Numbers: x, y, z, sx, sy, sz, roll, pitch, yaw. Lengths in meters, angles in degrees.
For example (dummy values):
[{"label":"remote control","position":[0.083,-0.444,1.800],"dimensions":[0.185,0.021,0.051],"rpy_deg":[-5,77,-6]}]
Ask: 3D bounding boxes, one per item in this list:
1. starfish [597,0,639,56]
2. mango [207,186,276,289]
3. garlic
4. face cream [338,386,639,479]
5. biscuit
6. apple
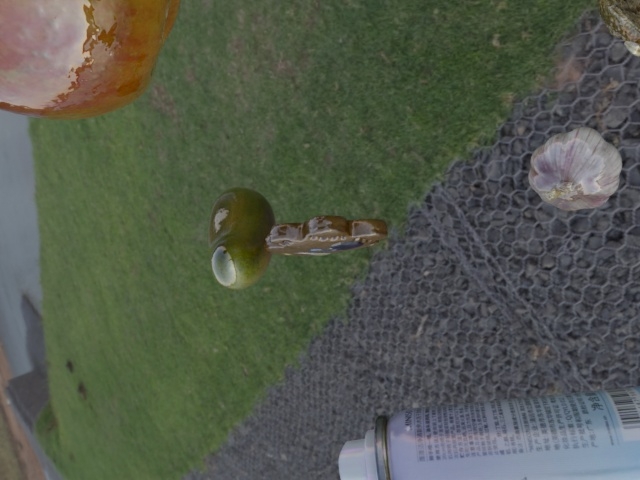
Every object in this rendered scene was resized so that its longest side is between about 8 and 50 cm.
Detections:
[{"label":"starfish","position":[0.538,-0.423,1.024],"dimensions":[0.327,0.375,0.094],"rpy_deg":[38,137,-27]},{"label":"mango","position":[-0.147,-0.001,1.068],"dimensions":[0.289,0.129,0.146],"rpy_deg":[-92,16,-55]},{"label":"garlic","position":[0.667,-0.167,1.573],"dimensions":[0.245,0.253,0.245],"rpy_deg":[23,134,26]},{"label":"face cream","position":[0.128,0.151,0.415],"dimensions":[0.229,0.075,0.075],"rpy_deg":[-9,102,13]},{"label":"biscuit","position":[0.000,0.000,0.889],"dimensions":[0.236,0.180,0.039],"rpy_deg":[164,106,-64]},{"label":"apple","position":[-0.266,-0.254,0.589],"dimensions":[0.301,0.302,0.301],"rpy_deg":[31,130,45]}]
